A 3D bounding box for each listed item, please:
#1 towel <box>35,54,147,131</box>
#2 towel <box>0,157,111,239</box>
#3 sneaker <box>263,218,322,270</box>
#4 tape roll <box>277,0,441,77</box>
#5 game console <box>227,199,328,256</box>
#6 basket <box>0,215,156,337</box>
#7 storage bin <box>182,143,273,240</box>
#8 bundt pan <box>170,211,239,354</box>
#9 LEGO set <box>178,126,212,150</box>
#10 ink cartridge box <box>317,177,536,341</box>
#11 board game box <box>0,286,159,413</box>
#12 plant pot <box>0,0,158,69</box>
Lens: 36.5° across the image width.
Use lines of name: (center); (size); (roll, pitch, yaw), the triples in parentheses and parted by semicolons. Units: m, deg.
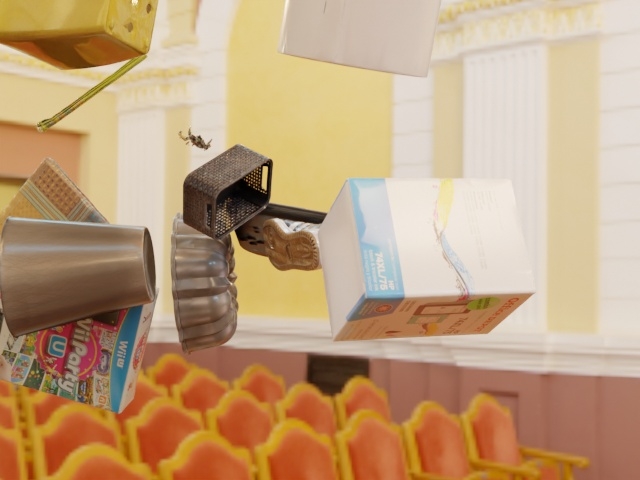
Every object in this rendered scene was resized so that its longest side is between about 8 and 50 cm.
towel: (-0.425, -0.276, 1.792); (0.237, 0.021, 0.102); (-39, 18, -14)
towel: (-0.602, 0.046, 2.035); (0.271, 0.370, 0.040); (45, 10, 17)
sneaker: (0.000, 0.000, 1.854); (0.153, 0.099, 0.282); (-12, 10, -23)
tape roll: (0.063, -0.357, 1.524); (0.246, 0.169, 0.246); (9, 12, -2)
game console: (-0.006, -0.001, 2.177); (0.386, 0.060, 0.342); (10, -12, 5)
basket: (-0.393, 0.051, 1.602); (0.227, 0.204, 0.154); (-4, -18, -1)
storage bin: (-0.182, -0.097, 1.915); (0.084, 0.122, 0.180); (26, 42, 24)
bundt pan: (-0.259, 0.097, 2.238); (0.124, 0.331, 0.331); (-3, -2, 0)
LEGO set: (-0.223, -0.173, 1.714); (0.054, 0.023, 0.083); (46, -26, -20)
ink cartridge box: (0.158, 0.030, 1.512); (0.270, 0.197, 0.198); (-1, -24, -15)
board game box: (-0.468, 0.157, 1.755); (0.303, 0.224, 0.097); (15, 10, 3)
plant pot: (-0.378, -0.396, 1.572); (0.187, 0.212, 0.212); (8, -2, 19)
